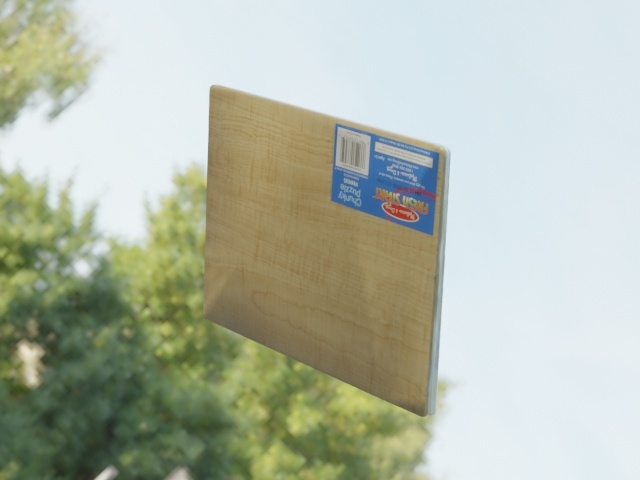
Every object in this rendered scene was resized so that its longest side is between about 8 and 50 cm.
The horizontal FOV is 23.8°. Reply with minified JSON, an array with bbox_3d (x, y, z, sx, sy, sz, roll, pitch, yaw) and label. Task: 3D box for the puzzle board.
[{"bbox_3d":[0.000,0.000,0.560,0.128,0.011,0.096,19,-67,45],"label":"puzzle board"}]
